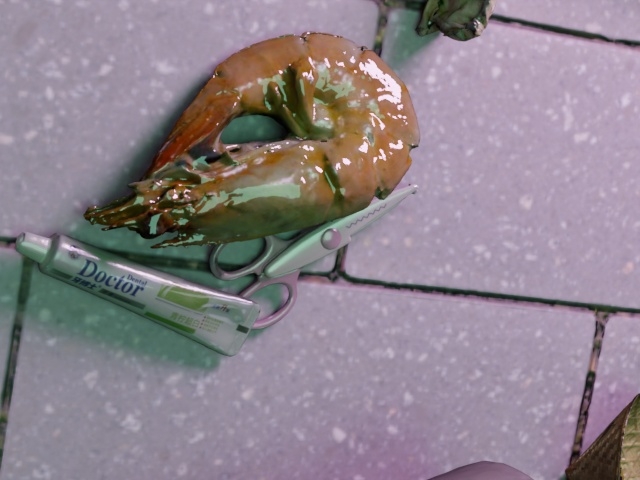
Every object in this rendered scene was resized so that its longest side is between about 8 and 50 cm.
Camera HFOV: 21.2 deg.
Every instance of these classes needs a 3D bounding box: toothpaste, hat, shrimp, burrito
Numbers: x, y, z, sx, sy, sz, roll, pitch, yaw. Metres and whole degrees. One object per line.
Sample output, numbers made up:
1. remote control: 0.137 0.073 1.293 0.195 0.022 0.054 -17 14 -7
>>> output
1. toothpaste: -0.134 0.035 1.257 0.197 0.029 0.048 24 103 -27
2. hat: 0.238 0.196 1.438 0.146 0.067 0.146 3 90 -65
3. shrimp: -0.051 -0.066 1.260 0.267 0.061 0.145 -23 97 -14
4. burrito: 0.127 -0.262 1.301 0.058 0.063 0.229 16 95 2

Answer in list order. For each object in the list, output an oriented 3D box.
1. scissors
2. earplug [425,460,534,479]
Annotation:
1. scissors: 0.000 0.000 1.314 0.176 0.022 0.085 -29 113 -13
2. earplug: 0.005 0.363 1.225 0.394 0.312 0.312 -17 106 -20
